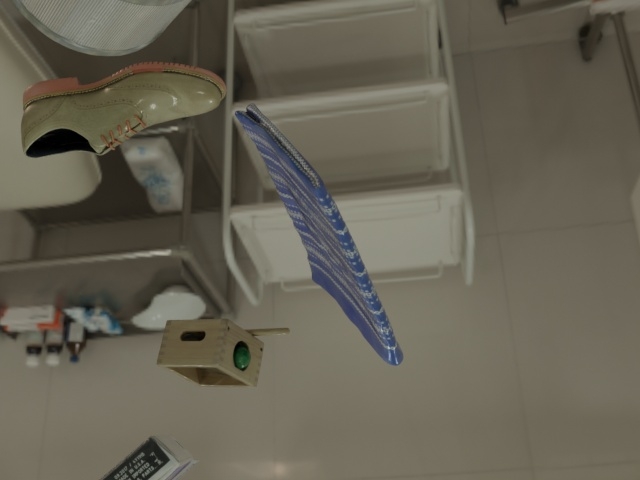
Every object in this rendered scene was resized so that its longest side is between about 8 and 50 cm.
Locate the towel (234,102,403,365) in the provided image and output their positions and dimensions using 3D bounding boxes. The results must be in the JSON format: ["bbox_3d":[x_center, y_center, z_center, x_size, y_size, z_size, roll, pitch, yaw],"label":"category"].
[{"bbox_3d":[0.000,0.000,1.047,0.040,0.243,0.336,-32,131,-7],"label":"towel"}]

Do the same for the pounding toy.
[{"bbox_3d":[-0.142,0.160,1.200,0.141,0.100,0.130,-4,153,27],"label":"pounding toy"}]

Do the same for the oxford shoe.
[{"bbox_3d":[-0.364,-0.224,1.478,0.396,0.147,0.140,-8,152,13],"label":"oxford shoe"}]

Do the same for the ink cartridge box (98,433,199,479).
[{"bbox_3d":[-0.219,0.276,0.794,0.206,0.045,0.208,-41,170,-12],"label":"ink cartridge box"}]

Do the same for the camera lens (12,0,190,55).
[{"bbox_3d":[-0.222,-0.347,0.882,0.219,0.220,0.274,15,161,-30],"label":"camera lens"}]
